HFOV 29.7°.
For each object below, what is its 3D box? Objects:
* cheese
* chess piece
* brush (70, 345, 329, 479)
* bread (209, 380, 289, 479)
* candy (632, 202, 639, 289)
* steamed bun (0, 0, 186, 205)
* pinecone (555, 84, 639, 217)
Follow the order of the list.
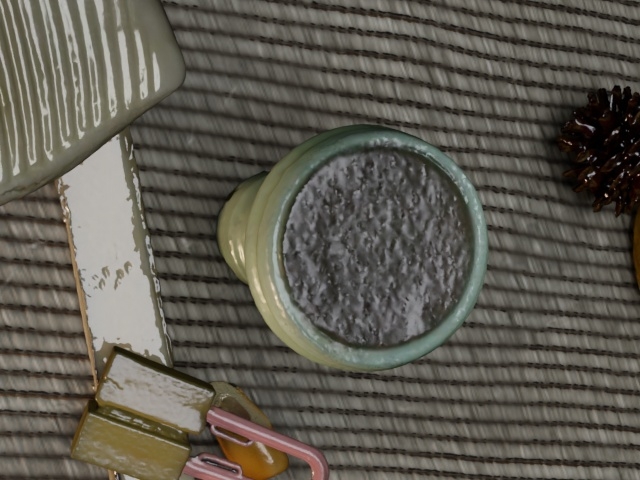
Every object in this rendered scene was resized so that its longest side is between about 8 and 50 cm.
[{"bbox_3d":[-0.184,0.079,1.135,0.085,0.034,0.400,-12,97,-20],"label":"cheese"},{"bbox_3d":[0.000,0.000,1.050,0.195,0.299,0.194,-1,94,-19],"label":"chess piece"},{"bbox_3d":[-0.102,0.186,1.112,0.233,0.047,0.103,22,91,-11],"label":"brush"},{"bbox_3d":[-0.074,0.184,1.159,0.049,0.062,0.103,-32,102,-26],"label":"bread"},{"bbox_3d":[0.462,0.003,1.301,0.260,0.118,0.260,-1,93,-16],"label":"candy"},{"bbox_3d":[-0.324,-0.139,0.969,0.383,0.236,0.247,-32,107,-24],"label":"steamed bun"},{"bbox_3d":[0.307,-0.096,1.240,0.121,0.140,0.140,42,79,8],"label":"pinecone"}]
